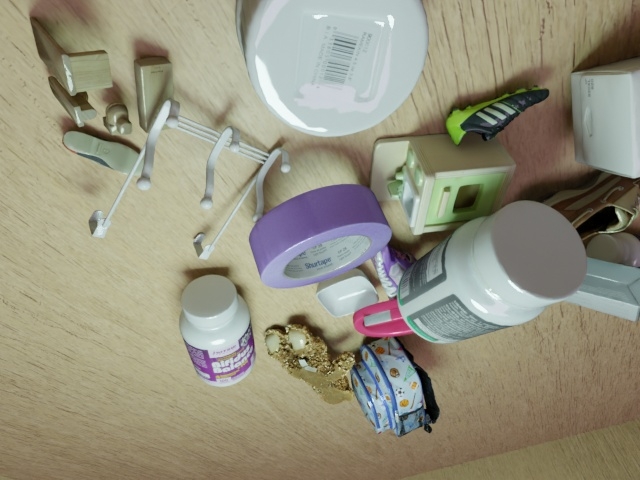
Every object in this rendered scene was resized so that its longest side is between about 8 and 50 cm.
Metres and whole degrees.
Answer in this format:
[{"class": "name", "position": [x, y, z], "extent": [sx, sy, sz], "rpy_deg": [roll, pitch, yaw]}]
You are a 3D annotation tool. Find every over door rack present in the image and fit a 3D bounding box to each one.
[{"class": "over door rack", "position": [-0.236, -0.072, 0.782], "extent": [0.240, 0.108, 0.324], "rpy_deg": [17, 132, -41]}]

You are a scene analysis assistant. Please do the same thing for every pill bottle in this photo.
[{"class": "pill bottle", "position": [0.785, 0.038, 1.096], "extent": [0.187, 0.112, 0.112], "rpy_deg": [10, 133, -18]}, {"class": "pill bottle", "position": [-0.256, 0.227, 1.075], "extent": [0.170, 0.169, 0.301], "rpy_deg": [-4, 137, -5]}, {"class": "pill bottle", "position": [0.305, 0.077, 0.831], "extent": [0.204, 0.204, 0.361], "rpy_deg": [2, 159, -12]}]

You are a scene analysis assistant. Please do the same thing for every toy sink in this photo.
[{"class": "toy sink", "position": [0.226, -0.108, 0.836], "extent": [0.235, 0.131, 0.152], "rpy_deg": [-5, 136, -5]}]

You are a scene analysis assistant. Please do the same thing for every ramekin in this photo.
[{"class": "ramekin", "position": [0.017, -0.286, 0.615], "extent": [0.278, 0.135, 0.277], "rpy_deg": [-5, 136, -4]}]

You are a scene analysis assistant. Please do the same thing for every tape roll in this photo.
[{"class": "tape roll", "position": [0.000, 0.000, 0.867], "extent": [0.275, 0.090, 0.274], "rpy_deg": [-19, 159, -7]}]

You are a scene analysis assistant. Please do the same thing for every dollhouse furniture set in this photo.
[{"class": "dollhouse furniture set", "position": [-0.331, -0.253, 0.669], "extent": [0.151, 0.123, 0.144], "rpy_deg": [-26, 148, -35]}]

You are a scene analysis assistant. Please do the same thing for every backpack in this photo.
[{"class": "backpack", "position": [0.204, 0.429, 1.306], "extent": [0.213, 0.276, 0.263], "rpy_deg": [-17, 123, -19]}]

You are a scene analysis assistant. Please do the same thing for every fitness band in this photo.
[{"class": "fitness band", "position": [0.225, 0.202, 1.129], "extent": [0.291, 0.054, 0.209], "rpy_deg": [-17, 153, 27]}]

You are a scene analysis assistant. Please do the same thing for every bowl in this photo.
[{"class": "bowl", "position": [0.069, 0.129, 1.113], "extent": [0.142, 0.053, 0.142], "rpy_deg": [-22, 135, 14]}]

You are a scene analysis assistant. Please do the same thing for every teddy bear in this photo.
[{"class": "teddy bear", "position": [-0.022, 0.353, 1.275], "extent": [0.338, 0.113, 0.245], "rpy_deg": [36, 128, -18]}]

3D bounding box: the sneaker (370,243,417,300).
[{"class": "sneaker", "position": [0.181, 0.055, 1.034], "extent": [0.105, 0.095, 0.236], "rpy_deg": [-23, 141, 7]}]

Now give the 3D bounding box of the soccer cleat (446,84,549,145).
[{"class": "soccer cleat", "position": [0.319, -0.223, 0.772], "extent": [0.179, 0.060, 0.072], "rpy_deg": [-16, 94, 13]}]

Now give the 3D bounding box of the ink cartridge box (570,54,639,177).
[{"class": "ink cartridge box", "position": [0.576, -0.223, 0.710], "extent": [0.233, 0.168, 0.171], "rpy_deg": [-14, 108, 5]}]

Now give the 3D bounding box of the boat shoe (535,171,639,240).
[{"class": "boat shoe", "position": [0.614, -0.067, 0.927], "extent": [0.324, 0.119, 0.122], "rpy_deg": [-23, 135, -3]}]

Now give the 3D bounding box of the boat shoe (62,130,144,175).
[{"class": "boat shoe", "position": [-0.378, -0.152, 0.755], "extent": [0.137, 0.049, 0.043], "rpy_deg": [20, 171, -30]}]

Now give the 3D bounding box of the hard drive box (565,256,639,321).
[{"class": "hard drive box", "position": [0.702, 0.118, 1.072], "extent": [0.181, 0.089, 0.232], "rpy_deg": [17, 173, 37]}]
